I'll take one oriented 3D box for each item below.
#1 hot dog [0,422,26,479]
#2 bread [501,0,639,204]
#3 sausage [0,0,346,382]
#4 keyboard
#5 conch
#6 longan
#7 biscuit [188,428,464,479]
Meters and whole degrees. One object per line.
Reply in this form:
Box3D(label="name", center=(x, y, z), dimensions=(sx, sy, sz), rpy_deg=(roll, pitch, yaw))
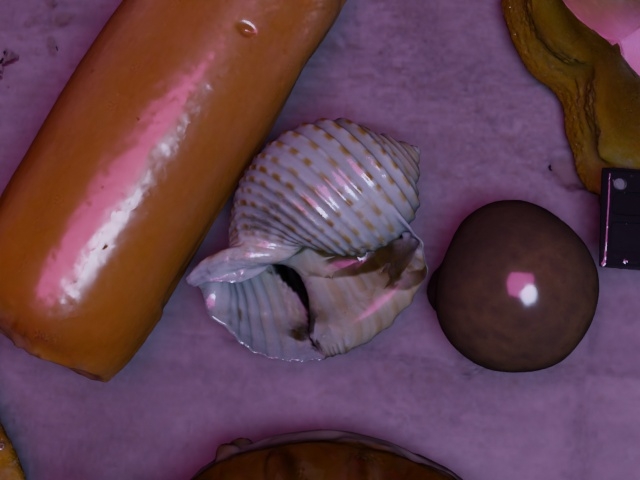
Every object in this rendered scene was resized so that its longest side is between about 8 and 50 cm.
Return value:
Box3D(label="hot dog", center=(-0.247, 0.088, 0.939), dimensions=(0.066, 0.047, 0.216), rpy_deg=(-40, 77, 38))
Box3D(label="bread", center=(0.203, -0.148, 0.893), dimensions=(0.160, 0.088, 0.233), rpy_deg=(-25, 83, -1))
Box3D(label="sausage", center=(-0.096, -0.085, 0.910), dimensions=(0.134, 0.116, 0.354), rpy_deg=(24, 82, 36))
Box3D(label="keyboard", center=(0.266, -0.008, 0.879), dimensions=(0.198, 0.010, 0.064), rpy_deg=(4, 86, -9))
Box3D(label="conch", center=(0.003, -0.003, 0.893), dimensions=(0.153, 0.102, 0.135), rpy_deg=(-36, 97, 23))
Box3D(label="longan", center=(0.114, 0.028, 0.882), dimensions=(0.119, 0.106, 0.106), rpy_deg=(4, 82, 49))
Box3D(label="biscuit", center=(0.003, 0.282, 0.858), dimensions=(0.331, 0.103, 0.332), rpy_deg=(-1, 82, 7))
